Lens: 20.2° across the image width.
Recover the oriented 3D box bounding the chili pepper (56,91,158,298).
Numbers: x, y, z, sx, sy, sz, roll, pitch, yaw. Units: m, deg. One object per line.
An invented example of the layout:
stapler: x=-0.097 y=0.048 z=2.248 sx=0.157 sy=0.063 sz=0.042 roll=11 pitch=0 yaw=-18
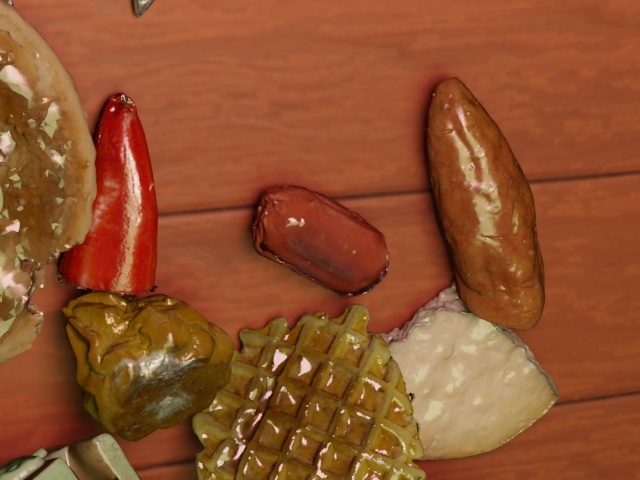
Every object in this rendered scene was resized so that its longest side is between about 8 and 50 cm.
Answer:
chili pepper: x=-0.175 y=-0.043 z=1.523 sx=0.088 sy=0.065 sz=0.169 roll=8 pitch=104 yaw=3

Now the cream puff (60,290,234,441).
cream puff: x=-0.157 y=0.097 z=1.562 sx=0.146 sy=0.116 sz=0.146 roll=-29 pitch=153 yaw=-17

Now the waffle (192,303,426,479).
waffle: x=-0.015 y=0.167 z=1.607 sx=0.207 sy=0.214 sz=0.054 roll=-22 pitch=156 yaw=0

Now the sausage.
sausage: x=0.000 y=0.000 z=1.598 sx=0.141 sy=0.076 sz=0.076 roll=27 pitch=101 yaw=-27

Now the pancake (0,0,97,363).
pancake: x=-0.356 y=-0.041 z=1.426 sx=0.382 sy=0.071 sz=0.382 roll=-5 pitch=108 yaw=-16

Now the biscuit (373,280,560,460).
biscuit: x=0.119 y=0.129 z=1.720 sx=0.265 sy=0.040 sz=0.188 roll=7 pitch=112 yaw=-24

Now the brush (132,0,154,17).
brush: x=-0.120 y=-0.273 z=1.459 sx=0.070 sy=0.021 sz=0.196 roll=12 pitch=108 yaw=-24

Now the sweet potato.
sweet potato: x=0.144 y=-0.030 z=1.632 sx=0.097 sy=0.097 sz=0.252 roll=-26 pitch=115 yaw=-9

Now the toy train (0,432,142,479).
toy train: x=-0.183 y=0.322 z=1.572 sx=0.159 sy=0.129 sz=0.326 roll=-39 pitch=102 yaw=-38
